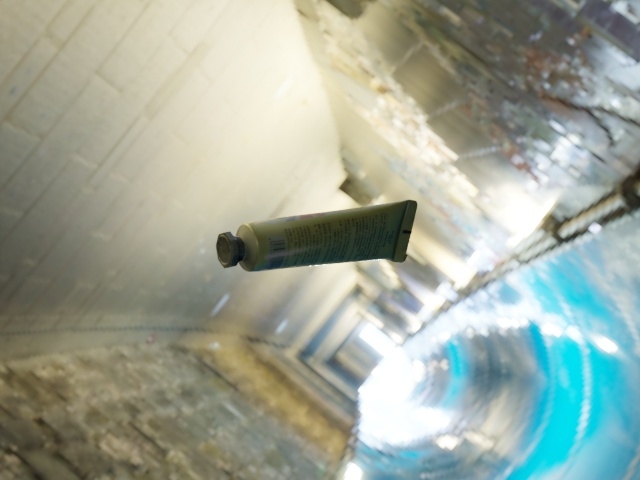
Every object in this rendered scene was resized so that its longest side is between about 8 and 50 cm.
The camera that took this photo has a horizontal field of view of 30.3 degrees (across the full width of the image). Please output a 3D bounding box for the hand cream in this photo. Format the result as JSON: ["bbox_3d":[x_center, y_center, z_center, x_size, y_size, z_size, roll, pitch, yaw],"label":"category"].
[{"bbox_3d":[0.000,0.000,0.547,0.102,0.022,0.035,-7,120,-32],"label":"hand cream"}]
